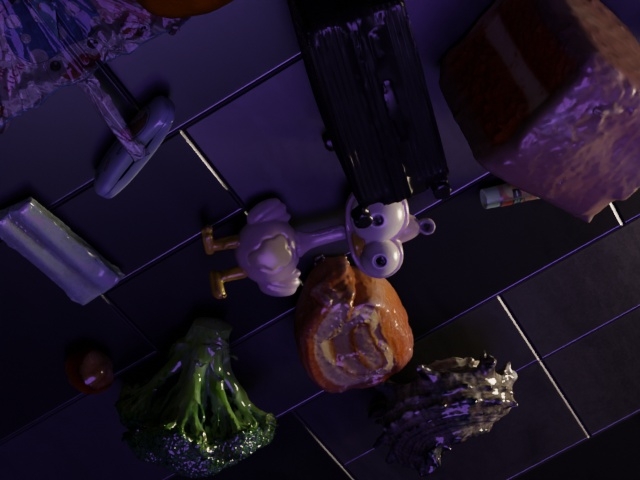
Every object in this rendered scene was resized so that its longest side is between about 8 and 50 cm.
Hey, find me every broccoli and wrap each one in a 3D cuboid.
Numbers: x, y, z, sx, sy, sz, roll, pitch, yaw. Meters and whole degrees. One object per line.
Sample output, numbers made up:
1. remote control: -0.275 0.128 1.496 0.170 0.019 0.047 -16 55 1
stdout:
1. broccoli: -0.191 0.264 2.040 0.269 0.254 0.269 -14 111 -40

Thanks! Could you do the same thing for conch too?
1. conch: 0.213 0.284 2.170 0.313 0.186 0.240 -42 166 29

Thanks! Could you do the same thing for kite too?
1. kite: -0.340 -0.252 1.663 0.406 0.014 0.368 -27 117 13

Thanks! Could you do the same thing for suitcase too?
1. suitcase: 0.056 -0.223 1.698 0.152 0.230 0.335 -20 130 0

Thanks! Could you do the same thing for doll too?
1. doll: 0.000 0.000 1.936 0.365 0.094 0.160 -9 101 -1

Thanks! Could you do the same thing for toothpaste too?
1. toothpaste: 0.363 -0.088 2.014 0.205 0.036 0.056 -13 128 -10

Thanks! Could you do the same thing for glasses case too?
1. glasses case: -0.271 -0.135 1.784 0.045 0.067 0.178 30 115 -31

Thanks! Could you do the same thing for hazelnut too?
1. hazelnut: -0.383 0.217 2.029 0.086 0.086 0.086 -7 129 -9

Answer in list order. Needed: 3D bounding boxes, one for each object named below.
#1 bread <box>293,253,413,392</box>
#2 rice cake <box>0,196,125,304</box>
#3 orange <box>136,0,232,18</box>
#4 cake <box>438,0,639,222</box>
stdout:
1. bread: 0.046 0.141 2.051 0.190 0.123 0.244 -23 128 5
2. rice cake: -0.404 0.016 1.883 0.085 0.040 0.226 -34 128 13
3. orange: -0.158 -0.402 1.501 0.248 0.249 0.183 -23 136 4
4. cake: 0.341 -0.207 1.745 0.230 0.309 0.237 25 120 -27
